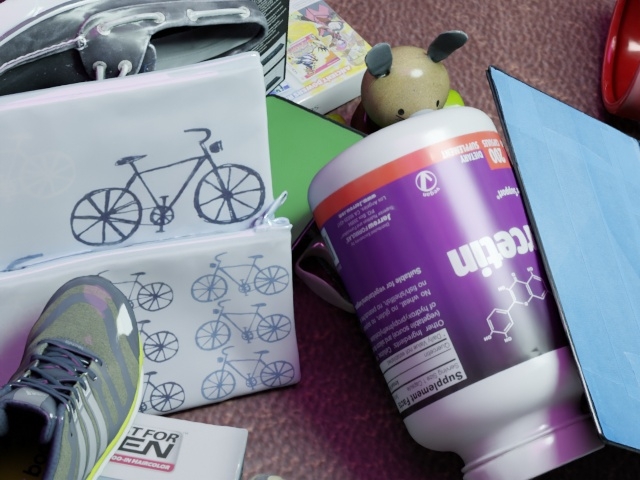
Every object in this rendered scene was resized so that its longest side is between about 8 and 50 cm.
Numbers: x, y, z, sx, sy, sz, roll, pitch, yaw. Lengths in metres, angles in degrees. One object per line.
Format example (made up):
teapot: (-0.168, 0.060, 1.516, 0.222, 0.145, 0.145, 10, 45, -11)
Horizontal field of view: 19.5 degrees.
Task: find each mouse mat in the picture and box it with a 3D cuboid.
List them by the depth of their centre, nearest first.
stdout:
mouse mat: (-0.055, -0.048, 1.776, 0.153, 0.007, 0.189, 27, 76, 39)

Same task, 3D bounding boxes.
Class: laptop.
laptop: (0.398, 0.005, 1.674, 0.408, 0.236, 0.382, -14, 61, 2)

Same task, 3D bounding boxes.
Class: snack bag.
snack bag: (-0.178, 0.012, 1.590, 0.323, 0.342, 0.037, -10, 30, -14)

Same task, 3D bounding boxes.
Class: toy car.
toy car: (0.088, -0.128, 1.809, 0.155, 0.188, 0.149, -14, 55, -16)

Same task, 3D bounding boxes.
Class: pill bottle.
pill bottle: (0.127, 0.057, 1.635, 0.181, 0.181, 0.323, -21, 80, -21)

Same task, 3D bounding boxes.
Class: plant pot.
plant pot: (0.396, -0.202, 1.910, 0.174, 0.191, 0.191, 14, 51, -7)

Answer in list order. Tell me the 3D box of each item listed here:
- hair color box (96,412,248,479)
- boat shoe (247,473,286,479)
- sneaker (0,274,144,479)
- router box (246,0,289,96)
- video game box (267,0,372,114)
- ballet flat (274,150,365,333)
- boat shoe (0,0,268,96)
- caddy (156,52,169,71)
hair color box: (-0.183, 0.316, 1.478, 0.185, 0.113, 0.374, 10, 52, 2)
boat shoe: (-0.016, 0.342, 1.465, 0.130, 0.132, 0.355, 6, 53, -1)
sneaker: (-0.211, 0.140, 1.464, 0.111, 0.121, 0.300, 11, 51, 4)
router box: (-0.173, -0.289, 1.816, 0.309, 0.243, 0.081, 31, 55, 19)
video game box: (-0.069, -0.190, 1.931, 0.205, 0.048, 0.187, -29, 57, -25)
ballet flat: (0.000, 0.000, 1.776, 0.079, 0.077, 0.221, -29, 65, -22)
boat shoe: (-0.179, -0.159, 1.577, 0.301, 0.108, 0.102, -22, 66, -34)
caddy: (-0.253, -0.099, 1.720, 0.179, 0.241, 0.341, 38, 57, 14)
